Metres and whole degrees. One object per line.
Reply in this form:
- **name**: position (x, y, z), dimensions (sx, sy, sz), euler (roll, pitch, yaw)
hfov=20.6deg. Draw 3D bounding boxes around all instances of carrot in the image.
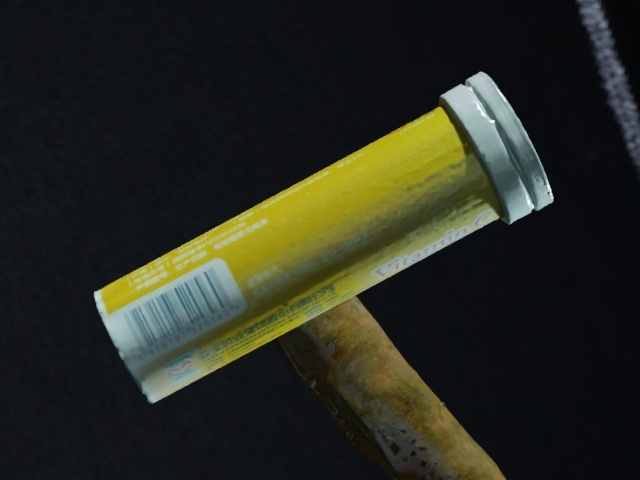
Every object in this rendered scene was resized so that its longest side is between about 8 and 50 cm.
- **carrot**: position (0.074, 0.145, 1.137), dimensions (0.070, 0.070, 0.342), euler (-40, -98, -9)

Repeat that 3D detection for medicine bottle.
- **medicine bottle**: position (0.000, 0.000, 0.848), dimensions (0.218, 0.074, 0.074), euler (-28, -68, -1)
